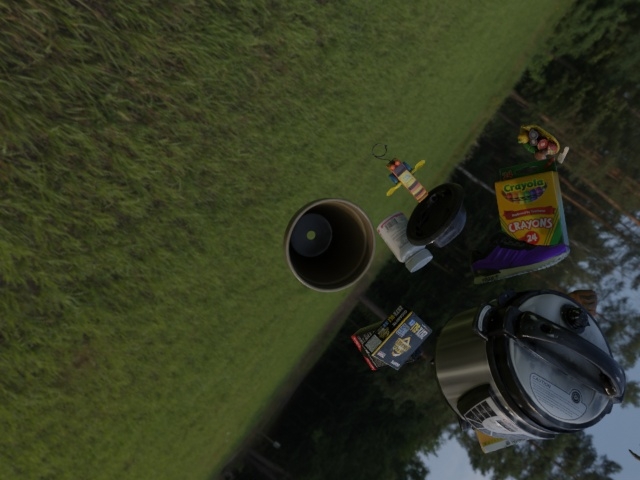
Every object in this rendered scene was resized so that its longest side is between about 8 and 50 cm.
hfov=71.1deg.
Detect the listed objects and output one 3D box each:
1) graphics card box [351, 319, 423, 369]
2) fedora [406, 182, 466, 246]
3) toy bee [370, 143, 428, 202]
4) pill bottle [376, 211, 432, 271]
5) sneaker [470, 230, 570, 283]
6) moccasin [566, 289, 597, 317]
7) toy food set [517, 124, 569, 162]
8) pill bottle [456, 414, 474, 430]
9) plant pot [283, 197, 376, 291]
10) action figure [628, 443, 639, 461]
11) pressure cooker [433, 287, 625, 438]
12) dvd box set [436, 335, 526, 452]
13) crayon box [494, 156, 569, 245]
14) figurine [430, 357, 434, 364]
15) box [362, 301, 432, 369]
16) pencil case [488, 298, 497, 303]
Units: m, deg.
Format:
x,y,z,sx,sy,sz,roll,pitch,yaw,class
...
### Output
x,y,z,sx,sy,sz,roll,pitch,yaw,class
0.346,0.552,2.394,0.094,0.233,0.371,-30,175,-35,graphics card box
0.546,-0.091,2.012,0.334,0.152,0.334,-43,-153,28,fedora
0.322,-0.271,1.844,0.195,0.298,0.162,-65,175,8,toy bee
0.423,0.008,2.244,0.160,0.283,0.160,-29,160,-12,pill bottle
0.592,0.034,1.373,0.293,0.146,0.102,-22,167,35,sneaker
1.101,0.311,1.947,0.380,0.139,0.147,73,18,-74,moccasin
0.892,-0.384,1.830,0.071,0.218,0.128,-46,162,-7,toy food set
0.718,0.769,1.970,0.219,0.123,0.123,-13,176,6,pill bottle
0.000,0.000,1.635,0.323,0.323,0.280,-53,-162,-5,plant pot
1.234,0.668,1.520,0.330,0.178,0.341,-32,130,3,action figure
0.551,0.323,1.209,0.370,0.375,0.420,-9,163,-23,pressure cooker
0.644,0.500,1.613,0.307,0.420,0.062,-20,159,6,dvd box set
0.753,-0.123,1.613,0.202,0.318,0.081,-10,179,40,crayon box
0.610,0.504,1.929,0.209,0.092,0.215,-20,-176,-20,figurine
0.357,0.441,2.030,0.257,0.079,0.322,-49,141,-1,box
0.871,0.368,2.012,0.124,0.273,0.113,-17,121,-36,pencil case
